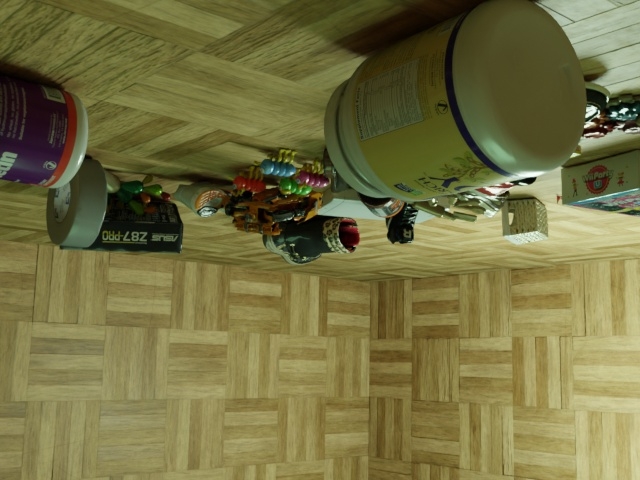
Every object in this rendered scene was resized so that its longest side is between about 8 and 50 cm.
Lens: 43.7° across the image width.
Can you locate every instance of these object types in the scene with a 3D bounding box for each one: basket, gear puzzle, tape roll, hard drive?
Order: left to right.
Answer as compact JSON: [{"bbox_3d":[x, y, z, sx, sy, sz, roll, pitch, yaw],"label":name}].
[{"bbox_3d":[-0.593,-0.094,1.934,0.072,0.219,0.219,7,169,-38],"label":"tape roll"},{"bbox_3d":[0.169,-0.102,2.340,0.353,0.047,0.233,4,171,-17],"label":"hard drive"},{"bbox_3d":[0.606,-0.056,2.358,0.103,0.113,0.167,-6,169,28],"label":"basket"},{"bbox_3d":[0.473,-0.218,1.547,0.339,0.044,0.175,-4,170,29],"label":"gear puzzle"}]

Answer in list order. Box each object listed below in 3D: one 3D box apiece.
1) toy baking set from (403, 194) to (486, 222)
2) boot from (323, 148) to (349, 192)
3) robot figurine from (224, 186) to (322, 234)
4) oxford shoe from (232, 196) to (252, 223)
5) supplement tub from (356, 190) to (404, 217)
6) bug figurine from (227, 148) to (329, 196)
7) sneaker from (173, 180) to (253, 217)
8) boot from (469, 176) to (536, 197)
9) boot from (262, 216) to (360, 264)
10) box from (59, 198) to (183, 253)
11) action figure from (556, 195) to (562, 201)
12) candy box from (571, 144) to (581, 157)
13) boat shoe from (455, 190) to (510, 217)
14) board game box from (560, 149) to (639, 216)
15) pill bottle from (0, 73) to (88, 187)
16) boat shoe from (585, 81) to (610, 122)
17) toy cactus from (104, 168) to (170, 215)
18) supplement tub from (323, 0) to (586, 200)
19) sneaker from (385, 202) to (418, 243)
[{"bbox_3d":[0.283,-0.103,1.929,0.256,0.030,0.197,19,165,-13],"label":"toy baking set"},{"bbox_3d":[0.074,-0.157,1.880,0.106,0.082,0.219,2,170,11],"label":"boot"},{"bbox_3d":[-0.117,-0.080,2.073,0.211,0.085,0.291,8,-162,24],"label":"robot figurine"},{"bbox_3d":[-0.186,-0.089,2.202,0.076,0.076,0.212,9,-160,16],"label":"oxford shoe"},{"bbox_3d":[0.160,-0.118,2.050,0.106,0.106,0.198,-1,172,14],"label":"supplement tub"},{"bbox_3d":[-0.096,-0.153,1.959,0.216,0.072,0.279,5,170,-24],"label":"bug figurine"},{"bbox_3d":[-0.290,-0.126,2.181,0.121,0.099,0.262,26,-168,27],"label":"sneaker"},{"bbox_3d":[0.349,-0.163,1.755,0.244,0.088,0.176,13,166,-27],"label":"boot"},{"bbox_3d":[0.000,0.000,2.763,0.284,0.138,0.377,-3,165,25],"label":"boot"},{"bbox_3d":[-0.560,-0.048,2.267,0.318,0.097,0.395,4,-170,-15],"label":"box"},{"bbox_3d":[0.726,-0.115,2.246,0.115,0.030,0.038,-3,165,16],"label":"action figure"},{"bbox_3d":[0.472,-0.189,1.794,0.105,0.027,0.206,10,168,-28],"label":"candy box"},{"bbox_3d":[0.379,-0.145,1.978,0.095,0.095,0.257,-44,140,23],"label":"boat shoe"},{"bbox_3d":[0.768,-0.129,1.923,0.303,0.097,0.224,8,169,-31],"label":"board game box"},{"bbox_3d":[-0.579,-0.201,1.365,0.323,0.181,0.181,9,168,-43],"label":"pill bottle"},{"bbox_3d":[0.365,-0.195,1.452,0.127,0.113,0.340,25,158,-39],"label":"boat shoe"},{"bbox_3d":[-0.525,-0.138,2.113,0.219,0.112,0.180,0,153,26],"label":"toy cactus"},{"bbox_3d":[0.182,-0.187,1.158,0.241,0.241,0.331,7,169,-35],"label":"supplement tub"},{"bbox_3d":[0.243,-0.062,2.175,0.079,0.121,0.217,2,152,-16],"label":"sneaker"}]
